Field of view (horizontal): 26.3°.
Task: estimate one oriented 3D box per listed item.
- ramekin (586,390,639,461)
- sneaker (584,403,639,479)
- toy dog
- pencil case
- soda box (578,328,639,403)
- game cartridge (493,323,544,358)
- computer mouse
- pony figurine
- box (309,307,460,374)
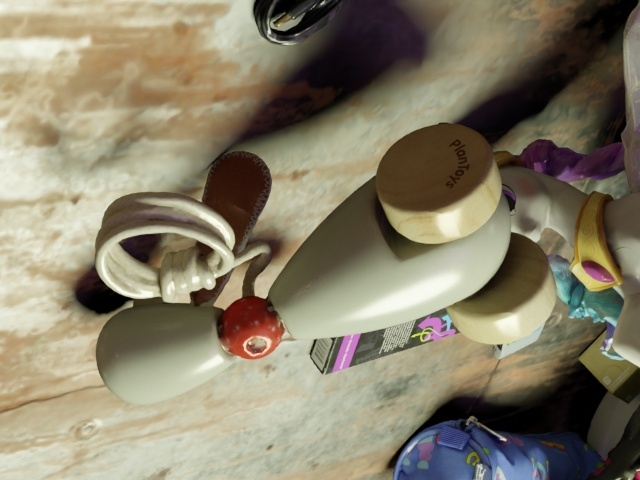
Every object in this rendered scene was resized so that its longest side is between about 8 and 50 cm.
[{"bbox_3d":[0.454,0.205,1.630,0.272,0.127,0.273,-30,141,-28],"label":"ramekin"},{"bbox_3d":[0.356,0.283,1.427,0.202,0.185,0.483,-7,117,-49],"label":"sneaker"},{"bbox_3d":[0.000,0.000,0.990,0.333,0.161,0.220,-4,133,-4],"label":"toy dog"},{"bbox_3d":[0.206,0.263,1.496,0.306,0.119,0.133,15,97,-50],"label":"pencil case"},{"bbox_3d":[0.376,0.093,1.514,0.181,0.061,0.058,-47,144,10],"label":"soda box"},{"bbox_3d":[0.204,0.081,1.382,0.056,0.017,0.083,-27,144,-25],"label":"game cartridge"},{"bbox_3d":[0.060,-0.205,0.915,0.242,0.041,0.071,-29,136,-5],"label":"computer mouse"},{"bbox_3d":[0.290,-0.040,1.097,0.351,0.363,0.303,-38,141,-32],"label":"pony figurine"},{"bbox_3d":[0.075,0.053,1.216,0.162,0.029,0.116,-13,138,-32],"label":"box"}]
